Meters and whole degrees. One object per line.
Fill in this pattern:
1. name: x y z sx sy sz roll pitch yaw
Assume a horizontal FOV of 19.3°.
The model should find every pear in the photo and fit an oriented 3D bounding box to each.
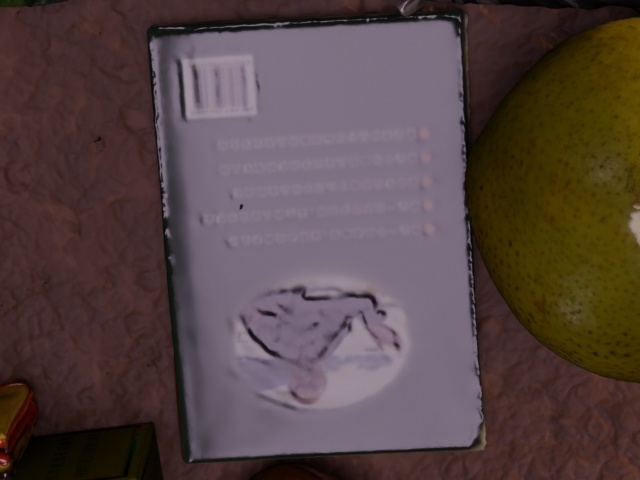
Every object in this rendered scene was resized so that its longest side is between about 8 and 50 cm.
1. pear: 0.254 -0.033 1.420 0.294 0.294 0.294 0 104 0

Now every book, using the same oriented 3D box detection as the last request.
1. book: 0.000 0.000 1.545 0.260 0.043 0.371 -2 103 3

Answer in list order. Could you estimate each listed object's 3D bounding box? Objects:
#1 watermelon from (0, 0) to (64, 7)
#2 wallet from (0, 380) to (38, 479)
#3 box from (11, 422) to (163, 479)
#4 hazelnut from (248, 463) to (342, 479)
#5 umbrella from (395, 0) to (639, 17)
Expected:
1. watermelon: -0.195 -0.288 1.449 0.146 0.128 0.231 10 103 -20
2. wallet: -0.358 0.167 1.538 0.241 0.141 0.067 -4 103 3
3. box: -0.246 0.211 1.547 0.220 0.141 0.064 -8 104 3
4. hazelnut: -0.019 0.264 1.564 0.150 0.150 0.150 0 104 0
5. umbrella: 0.223 -0.227 1.453 0.357 0.113 0.106 2 131 -5
